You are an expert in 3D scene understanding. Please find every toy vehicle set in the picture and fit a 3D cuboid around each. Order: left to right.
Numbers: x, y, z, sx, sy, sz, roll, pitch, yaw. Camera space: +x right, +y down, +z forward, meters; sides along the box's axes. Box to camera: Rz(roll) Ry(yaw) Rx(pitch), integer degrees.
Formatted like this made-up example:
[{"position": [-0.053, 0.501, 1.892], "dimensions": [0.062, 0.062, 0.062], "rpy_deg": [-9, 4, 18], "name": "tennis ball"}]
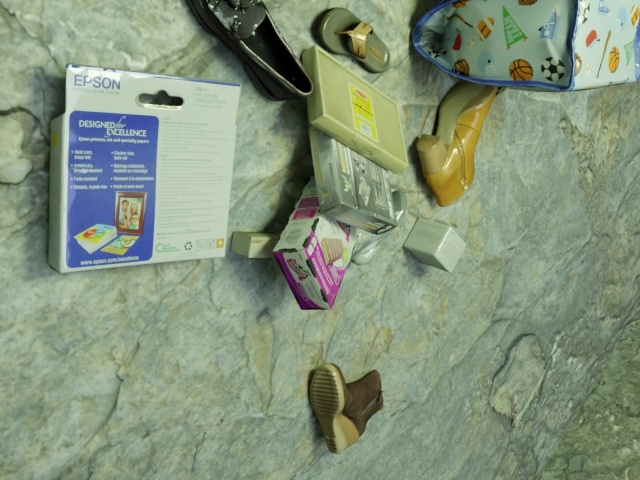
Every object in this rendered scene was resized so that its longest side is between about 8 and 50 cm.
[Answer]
[{"position": [0.073, -0.252, 1.314], "dimensions": [0.267, 0.035, 0.165], "rpy_deg": [23, 52, -44], "name": "toy vehicle set"}]

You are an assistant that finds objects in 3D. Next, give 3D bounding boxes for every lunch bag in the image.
[{"position": [0.438, -0.442, 1.428], "dimensions": [0.328, 0.386, 0.238], "rpy_deg": [-13, 109, -41], "name": "lunch bag"}]

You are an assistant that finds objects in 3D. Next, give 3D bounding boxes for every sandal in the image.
[{"position": [0.080, -0.393, 1.327], "dimensions": [0.219, 0.060, 0.089], "rpy_deg": [22, 88, -46], "name": "sandal"}]

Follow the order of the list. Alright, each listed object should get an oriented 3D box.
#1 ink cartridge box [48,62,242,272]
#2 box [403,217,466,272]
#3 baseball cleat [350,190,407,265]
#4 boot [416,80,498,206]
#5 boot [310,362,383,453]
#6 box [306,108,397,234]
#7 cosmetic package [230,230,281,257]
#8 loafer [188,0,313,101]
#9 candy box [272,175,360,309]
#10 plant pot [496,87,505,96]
[{"position": [-0.277, -0.112, 1.070], "dimensions": [0.304, 0.072, 0.307], "rpy_deg": [-4, 105, -43], "name": "ink cartridge box"}, {"position": [0.281, 0.012, 1.636], "dimensions": [0.102, 0.101, 0.087], "rpy_deg": [41, 75, -44], "name": "box"}, {"position": [0.119, -0.045, 1.479], "dimensions": [0.109, 0.072, 0.205], "rpy_deg": [45, 68, -37], "name": "baseball cleat"}, {"position": [0.349, -0.240, 1.630], "dimensions": [0.295, 0.104, 0.211], "rpy_deg": [-49, 138, -15], "name": "boot"}, {"position": [0.071, 0.357, 1.583], "dimensions": [0.207, 0.090, 0.248], "rpy_deg": [-34, 125, -47], "name": "boot"}, {"position": [0.063, -0.141, 1.318], "dimensions": [0.183, 0.056, 0.230], "rpy_deg": [17, 57, -46], "name": "box"}, {"position": [-0.108, 0.008, 1.281], "dimensions": [0.115, 0.060, 0.041], "rpy_deg": [2, 101, -46], "name": "cosmetic package"}, {"position": [-0.109, -0.355, 1.127], "dimensions": [0.109, 0.095, 0.302], "rpy_deg": [-56, 134, -15], "name": "loafer"}, {"position": [0.000, 0.000, 1.310], "dimensions": [0.233, 0.071, 0.159], "rpy_deg": [-68, 145, -44], "name": "candy box"}, {"position": [0.430, -0.392, 1.669], "dimensions": [0.079, 0.083, 0.083], "rpy_deg": [-17, 116, -54], "name": "plant pot"}]
